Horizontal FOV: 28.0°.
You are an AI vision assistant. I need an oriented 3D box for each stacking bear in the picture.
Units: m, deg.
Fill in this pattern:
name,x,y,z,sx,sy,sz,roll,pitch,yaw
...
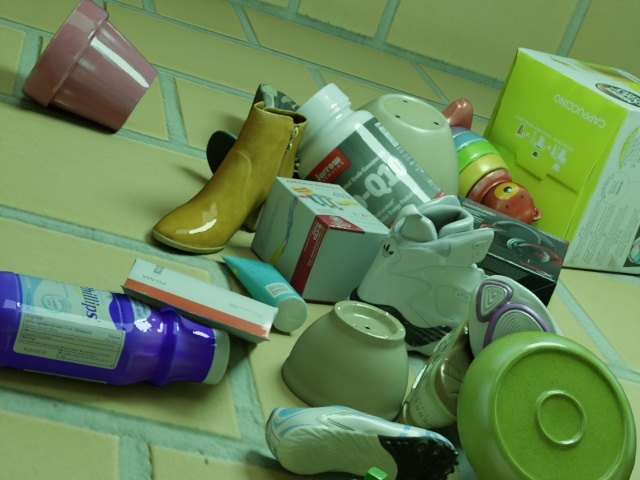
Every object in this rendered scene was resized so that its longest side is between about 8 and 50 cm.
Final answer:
name,x,y,z,sx,sy,sz,roll,pitch,yaw
stacking bear,0.310,-0.117,2.537,0.175,0.164,0.289,-28,56,-21

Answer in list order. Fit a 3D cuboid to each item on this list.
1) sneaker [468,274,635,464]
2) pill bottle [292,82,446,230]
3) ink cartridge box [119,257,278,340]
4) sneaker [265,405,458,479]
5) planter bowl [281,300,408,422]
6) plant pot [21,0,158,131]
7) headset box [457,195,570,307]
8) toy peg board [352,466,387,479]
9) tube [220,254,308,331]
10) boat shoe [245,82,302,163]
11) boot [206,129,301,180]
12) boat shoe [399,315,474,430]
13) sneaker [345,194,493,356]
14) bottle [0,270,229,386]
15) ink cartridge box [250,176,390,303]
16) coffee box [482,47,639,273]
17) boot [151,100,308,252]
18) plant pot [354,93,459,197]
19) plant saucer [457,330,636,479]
name,x,y,z,sx,sy,sz,roll,pitch,yaw
sneaker,0.289,0.184,1.667,0.305,0.114,0.152,57,7,6
pill bottle,0.066,-0.109,2.102,0.283,0.161,0.161,47,22,2
ink cartridge box,-0.145,0.071,1.561,0.189,0.066,0.232,20,-12,-4
sneaker,0.050,0.225,1.439,0.237,0.085,0.086,13,25,-25
planter bowl,0.044,0.144,1.618,0.162,0.109,0.162,19,18,-7
plant pot,-0.393,-0.294,2.247,0.180,0.201,0.201,34,17,-12
headset box,0.295,0.034,2.172,0.218,0.110,0.293,24,19,9
toy peg board,0.063,0.302,1.254,0.160,0.079,0.161,29,21,21
tube,-0.076,0.063,1.810,0.080,0.052,0.207,17,14,-26
boat shoe,-0.068,-0.211,2.428,0.130,0.132,0.355,18,21,-9
boot,-0.071,-0.102,2.197,0.236,0.085,0.178,42,25,25
boat shoe,0.180,0.173,1.688,0.104,0.089,0.285,56,26,5
sneaker,0.223,0.063,1.866,0.366,0.210,0.137,10,22,-29
bottle,-0.243,0.108,1.438,0.283,0.092,0.118,13,20,-22
ink cartridge box,0.000,0.000,1.931,0.128,0.127,0.176,7,23,-35
coffee box,0.554,-0.160,2.618,0.334,0.338,0.337,5,24,-38
boot,-0.133,-0.104,1.941,0.104,0.211,0.295,29,24,22
plant pot,0.136,-0.152,2.317,0.284,0.191,0.284,17,29,-10
plant saucer,0.280,0.218,1.535,0.241,0.037,0.241,7,66,-16
